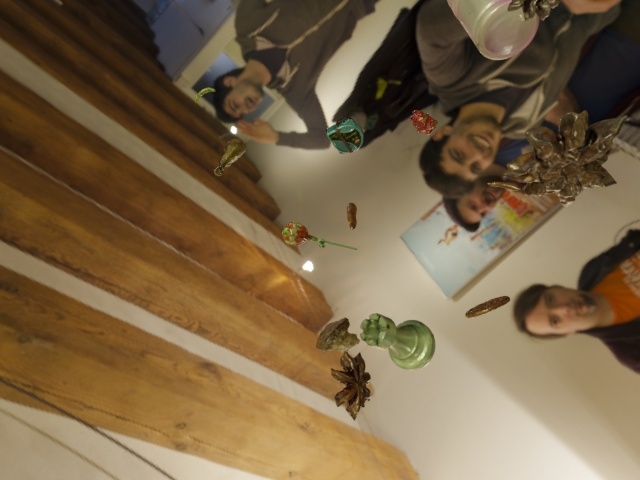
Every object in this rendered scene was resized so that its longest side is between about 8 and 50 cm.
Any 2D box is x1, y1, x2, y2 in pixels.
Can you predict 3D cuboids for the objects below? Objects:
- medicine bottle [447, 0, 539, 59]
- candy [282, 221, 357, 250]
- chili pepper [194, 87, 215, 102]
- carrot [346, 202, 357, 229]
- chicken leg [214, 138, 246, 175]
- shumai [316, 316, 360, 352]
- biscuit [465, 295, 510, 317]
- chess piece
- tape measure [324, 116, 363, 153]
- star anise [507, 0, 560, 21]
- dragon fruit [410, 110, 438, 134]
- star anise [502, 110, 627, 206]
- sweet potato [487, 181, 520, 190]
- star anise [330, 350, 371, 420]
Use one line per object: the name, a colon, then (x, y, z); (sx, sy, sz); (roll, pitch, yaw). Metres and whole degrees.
medicine bottle: (0.573, -0.783, 1.805); (0.212, 0.212, 0.326); (35, -149, -41)
candy: (-0.001, 0.001, 1.905); (0.287, 0.078, 0.084); (15, 164, -20)
chili pepper: (-0.344, -0.435, 1.591); (0.017, 0.083, 0.031); (1, -114, -62)
carrot: (0.105, -0.081, 1.788); (0.035, 0.035, 0.165); (42, -156, -19)
chicken leg: (-0.330, -0.294, 1.913); (0.070, 0.093, 0.178); (38, -127, -19)
shumai: (0.049, 0.326, 1.776); (0.139, 0.123, 0.105); (-18, -98, -38)
biscuit: (0.661, 0.261, 2.126); (0.027, 0.187, 0.188); (65, -166, 6)
chess piece: (0.279, 0.365, 1.993); (0.299, 0.195, 0.195); (28, -160, -44)
tape measure: (0.103, -0.406, 2.077); (0.146, 0.125, 0.081); (53, -156, -30)
star anise: (0.525, -0.657, 1.327); (0.257, 0.199, 0.110); (18, 173, -23)
dragon fruit: (0.412, -0.472, 2.164); (0.112, 0.068, 0.126); (29, -179, 11)
star anise: (0.638, -0.204, 1.364); (0.315, 0.315, 0.108); (40, -141, -27)
sweet potato: (0.622, -0.187, 1.811); (0.115, 0.026, 0.026); (16, 171, 37)
star anise: (0.080, 0.350, 1.309); (0.168, 0.057, 0.168); (33, -130, -51)
